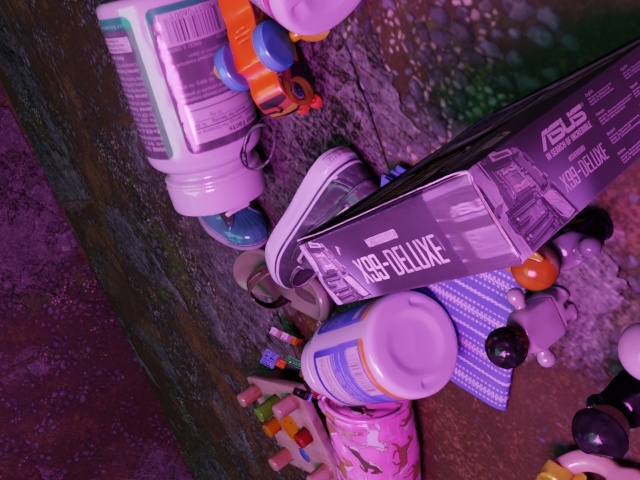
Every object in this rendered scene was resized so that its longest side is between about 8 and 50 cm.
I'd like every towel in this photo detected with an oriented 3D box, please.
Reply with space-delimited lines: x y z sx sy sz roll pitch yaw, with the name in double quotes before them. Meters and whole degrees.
"towel" 0.185 0.072 0.948 0.243 0.040 0.336 32 142 37

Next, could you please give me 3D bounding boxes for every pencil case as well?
"pencil case" 0.098 0.412 1.240 0.167 0.160 0.386 44 150 52

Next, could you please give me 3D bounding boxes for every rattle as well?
"rattle" 0.385 0.350 0.838 0.200 0.130 0.142 -17 109 37

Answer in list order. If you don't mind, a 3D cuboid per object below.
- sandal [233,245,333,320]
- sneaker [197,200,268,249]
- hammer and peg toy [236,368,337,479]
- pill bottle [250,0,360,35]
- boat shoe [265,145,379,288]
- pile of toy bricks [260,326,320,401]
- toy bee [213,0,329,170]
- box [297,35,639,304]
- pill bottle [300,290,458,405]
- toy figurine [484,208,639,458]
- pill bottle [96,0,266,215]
"sandal" -0.095 0.089 1.319 0.303 0.086 0.120 16 128 50
"sneaker" -0.209 -0.107 1.299 0.302 0.108 0.121 46 151 26
"hammer and peg toy" -0.029 0.432 1.475 0.361 0.127 0.265 -6 110 58
"pill bottle" -0.077 -0.388 0.807 0.283 0.160 0.160 44 146 26
"boat shoe" 0.000 0.000 1.064 0.119 0.121 0.335 53 147 21
"pile of toy bricks" -0.019 0.266 1.367 0.212 0.118 0.105 20 171 34
"toy bee" -0.075 -0.243 0.959 0.195 0.162 0.298 8 92 36
"box" 0.160 -0.064 0.586 0.076 0.307 0.242 59 151 -5
"pill bottle" 0.074 0.176 1.017 0.152 0.152 0.272 59 151 1
"toy figurine" 0.285 0.096 0.696 0.209 0.148 0.213 40 145 30
"pill bottle" -0.217 -0.236 1.104 0.204 0.204 0.361 19 130 48
